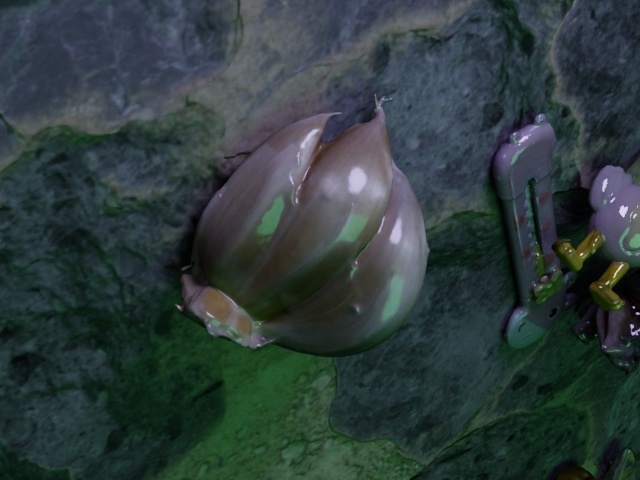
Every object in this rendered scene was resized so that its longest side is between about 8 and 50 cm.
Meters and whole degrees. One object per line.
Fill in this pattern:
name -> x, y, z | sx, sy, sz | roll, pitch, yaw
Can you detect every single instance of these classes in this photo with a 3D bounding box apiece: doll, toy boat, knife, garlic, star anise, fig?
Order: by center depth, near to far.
garlic -> 0.000, 0.000, 1.039 | 0.292, 0.210, 0.237 | -39, 105, -1
knife -> 0.272, 0.005, 1.320 | 0.132, 0.038, 0.399 | -36, 138, -14
doll -> 0.452, -0.077, 1.328 | 0.365, 0.094, 0.160 | -43, 102, -2
star anise -> 0.447, 0.093, 1.434 | 0.198, 0.111, 0.257 | -34, 177, 23
fig -> 0.429, 0.431, 1.787 | 0.084, 0.082, 0.098 | -29, 175, -44
toy boat -> 0.541, 0.439, 1.884 | 0.084, 0.066, 0.210 | -27, 136, -22
